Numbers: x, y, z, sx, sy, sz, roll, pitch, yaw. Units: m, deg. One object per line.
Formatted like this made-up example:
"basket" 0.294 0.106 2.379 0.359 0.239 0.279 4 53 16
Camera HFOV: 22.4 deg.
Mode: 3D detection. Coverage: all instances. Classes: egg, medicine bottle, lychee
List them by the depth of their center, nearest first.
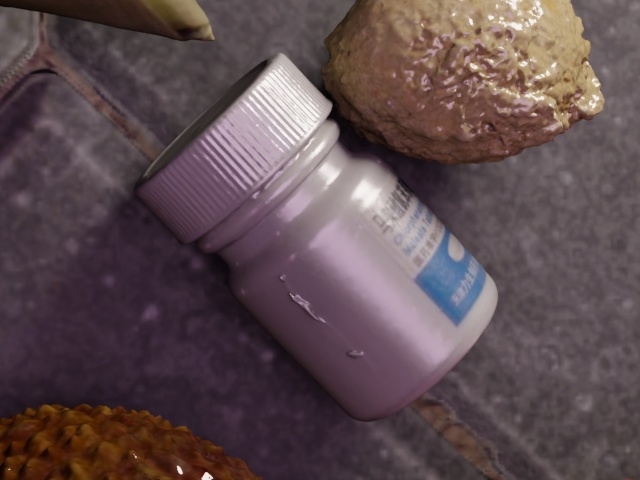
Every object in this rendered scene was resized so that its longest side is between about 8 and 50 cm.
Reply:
"lychee" -0.096 0.168 0.735 0.194 0.194 0.194 0 89 -16
"medicine bottle" 0.000 0.000 0.805 0.168 0.105 0.105 46 78 -10
"egg" 0.072 -0.092 0.823 0.140 0.116 0.118 -9 68 -16

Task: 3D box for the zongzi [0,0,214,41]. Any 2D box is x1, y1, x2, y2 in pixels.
"zongzi" -0.244 -0.131 0.724 0.289 0.154 0.317 -40 105 -5

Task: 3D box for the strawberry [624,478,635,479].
"strawberry" 0.169 0.258 0.760 0.310 0.292 0.291 -4 90 -22
